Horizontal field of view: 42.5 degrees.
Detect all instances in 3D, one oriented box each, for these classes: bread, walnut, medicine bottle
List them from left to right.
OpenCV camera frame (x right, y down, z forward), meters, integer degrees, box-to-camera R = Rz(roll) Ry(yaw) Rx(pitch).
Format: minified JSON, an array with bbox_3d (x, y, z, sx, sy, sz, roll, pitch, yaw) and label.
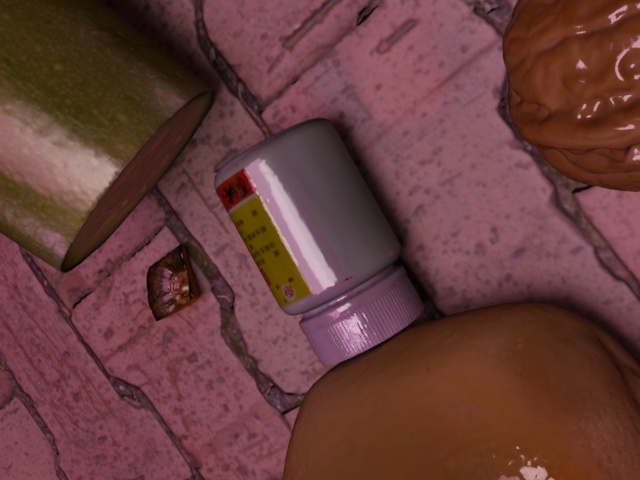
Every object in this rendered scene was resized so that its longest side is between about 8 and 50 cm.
[{"bbox_3d":[0.000,0.000,0.834,0.139,0.139,0.225,-29,90,38],"label":"medicine bottle"},{"bbox_3d":[0.151,0.244,0.760,0.376,0.253,0.347,-26,89,36],"label":"bread"},{"bbox_3d":[0.235,-0.132,0.598,0.213,0.213,0.213,13,115,30],"label":"walnut"}]

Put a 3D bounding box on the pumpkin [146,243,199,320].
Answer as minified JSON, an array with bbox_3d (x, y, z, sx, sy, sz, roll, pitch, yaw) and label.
[{"bbox_3d":[-0.186,0.053,1.050,0.101,0.035,0.073,-28,80,41],"label":"pumpkin"}]

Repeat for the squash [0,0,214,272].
[{"bbox_3d":[-0.343,-0.173,0.860,0.384,0.263,0.263,38,127,-5],"label":"squash"}]
